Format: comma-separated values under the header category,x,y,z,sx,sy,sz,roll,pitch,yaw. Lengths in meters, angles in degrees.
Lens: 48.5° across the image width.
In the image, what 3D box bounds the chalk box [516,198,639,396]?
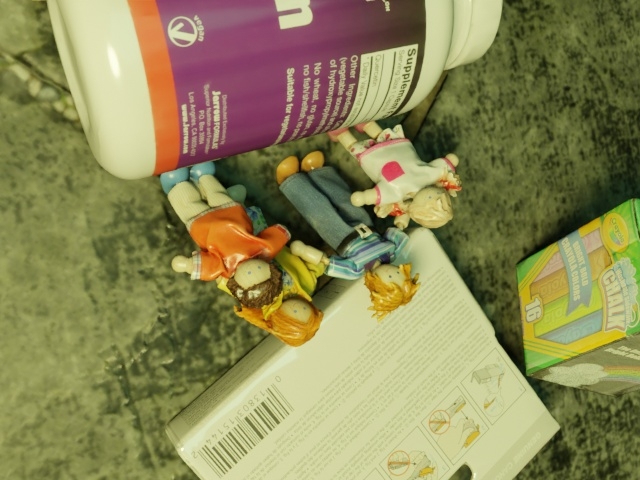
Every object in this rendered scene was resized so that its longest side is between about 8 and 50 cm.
category,x,y,z,sx,sy,sz,roll,pitch,yaw
chalk box,0.311,0.052,0.680,0.132,0.213,0.132,17,58,-23

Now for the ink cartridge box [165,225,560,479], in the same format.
category,x,y,z,sx,sy,sz,roll,pitch,yaw
ink cartridge box,0.052,0.175,0.671,0.296,0.066,0.261,-40,106,-16

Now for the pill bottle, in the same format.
category,x,y,z,sx,sy,sz,roll,pitch,yaw
pill bottle,-0.029,-0.168,0.544,0.323,0.181,0.181,-18,98,-20

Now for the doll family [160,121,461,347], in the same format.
category,x,y,z,sx,sy,sz,roll,pitch,yaw
doll family,0.000,0.000,0.603,0.263,0.118,0.163,-23,60,-24
